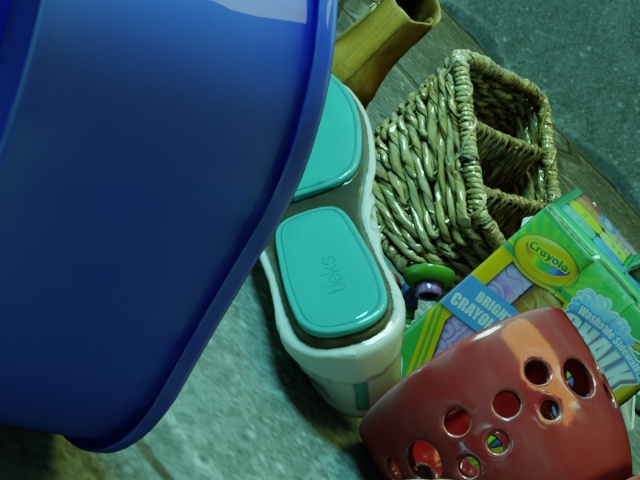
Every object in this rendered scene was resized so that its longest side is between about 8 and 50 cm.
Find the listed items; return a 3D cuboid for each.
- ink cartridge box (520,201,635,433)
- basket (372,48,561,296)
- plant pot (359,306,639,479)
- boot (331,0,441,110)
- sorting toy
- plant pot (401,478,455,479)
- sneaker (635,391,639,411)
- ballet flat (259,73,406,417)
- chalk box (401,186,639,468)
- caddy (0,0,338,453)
[{"bbox_3d":[0.284,0.091,1.422,0.158,0.092,0.218,-58,132,-63],"label":"ink cartridge box"},{"bbox_3d":[0.200,-0.062,1.520,0.213,0.223,0.299,54,19,23],"label":"basket"},{"bbox_3d":[0.152,0.170,0.981,0.174,0.191,0.191,57,21,21],"label":"plant pot"},{"bbox_3d":[0.067,-0.234,1.603,0.104,0.211,0.295,46,18,-5],"label":"boot"},{"bbox_3d":[0.082,0.054,1.252,0.061,0.102,0.042,53,36,-58],"label":"sorting toy"},{"bbox_3d":[0.093,0.258,0.591,0.272,0.272,0.265,56,12,26],"label":"plant pot"},{"bbox_3d":[0.419,0.068,1.791,0.410,0.182,0.158,45,18,-4],"label":"sneaker"},{"bbox_3d":[0.000,0.000,1.137,0.139,0.139,0.400,35,25,-31],"label":"ballet flat"},{"bbox_3d":[0.225,0.071,1.185,0.179,0.289,0.180,49,18,8],"label":"chalk box"},{"bbox_3d":[-0.112,-0.048,0.658,0.179,0.341,0.241,11,36,-32],"label":"caddy"}]
